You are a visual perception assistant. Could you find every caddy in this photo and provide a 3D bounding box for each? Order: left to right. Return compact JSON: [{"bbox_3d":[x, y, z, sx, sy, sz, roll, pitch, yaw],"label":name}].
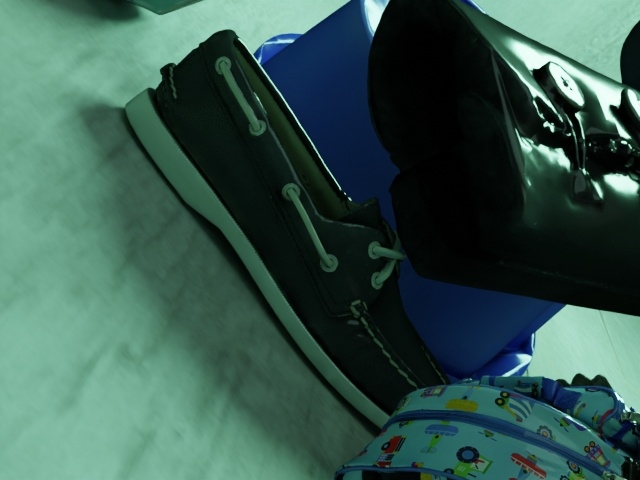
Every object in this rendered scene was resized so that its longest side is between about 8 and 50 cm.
[{"bbox_3d":[0.081,-0.045,1.286,0.341,0.179,0.241,56,34,8],"label":"caddy"}]

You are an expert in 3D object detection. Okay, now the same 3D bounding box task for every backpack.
[{"bbox_3d":[0.102,0.130,0.863,0.173,0.117,0.158,36,-26,-31],"label":"backpack"}]

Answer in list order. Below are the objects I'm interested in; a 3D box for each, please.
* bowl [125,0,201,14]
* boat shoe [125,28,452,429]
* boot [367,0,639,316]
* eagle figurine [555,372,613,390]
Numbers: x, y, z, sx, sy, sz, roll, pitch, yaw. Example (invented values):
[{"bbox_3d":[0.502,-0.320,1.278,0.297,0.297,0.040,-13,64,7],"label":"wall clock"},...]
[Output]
[{"bbox_3d":[-0.074,-0.279,1.239,0.311,0.311,0.163,-60,130,-78],"label":"bowl"},{"bbox_3d":[0.000,0.000,1.038,0.302,0.091,0.114,50,12,-3],"label":"boat shoe"},{"bbox_3d":[0.207,-0.095,1.213,0.445,0.146,0.367,11,42,-37],"label":"boot"},{"bbox_3d":[0.303,0.221,1.205,0.225,0.226,0.298,21,-32,40],"label":"eagle figurine"}]
